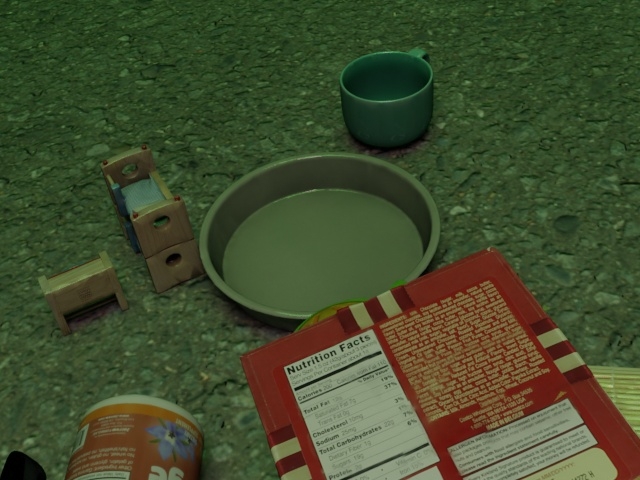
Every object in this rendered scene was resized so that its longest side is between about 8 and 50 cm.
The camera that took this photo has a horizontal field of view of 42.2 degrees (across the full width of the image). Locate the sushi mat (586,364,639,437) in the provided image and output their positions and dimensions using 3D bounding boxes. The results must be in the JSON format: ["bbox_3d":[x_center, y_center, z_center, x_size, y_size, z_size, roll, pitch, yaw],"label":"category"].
[{"bbox_3d":[0.228,0.183,0.825,0.317,0.019,0.151,2,44,10],"label":"sushi mat"}]

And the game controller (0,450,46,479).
[{"bbox_3d":[-0.247,0.295,0.614,0.067,0.166,0.319,7,15,-19],"label":"game controller"}]

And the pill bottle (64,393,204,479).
[{"bbox_3d":[-0.173,0.255,0.729,0.121,0.121,0.216,-3,44,5],"label":"pill bottle"}]

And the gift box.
[{"bbox_3d":[0.096,0.211,0.628,0.255,0.258,0.276,-20,47,-1],"label":"gift box"}]

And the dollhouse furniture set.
[{"bbox_3d":[-0.259,-0.005,1.005,0.184,0.129,0.129,-24,46,-17],"label":"dollhouse furniture set"}]

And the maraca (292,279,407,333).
[{"bbox_3d":[0.048,0.113,0.855,0.186,0.099,0.127,-26,64,-4],"label":"maraca"}]

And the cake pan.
[{"bbox_3d":[0.000,0.000,1.020,0.293,0.054,0.293,-4,44,4],"label":"cake pan"}]

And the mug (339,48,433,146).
[{"bbox_3d":[0.107,-0.197,1.180,0.158,0.097,0.129,-19,44,-13],"label":"mug"}]
